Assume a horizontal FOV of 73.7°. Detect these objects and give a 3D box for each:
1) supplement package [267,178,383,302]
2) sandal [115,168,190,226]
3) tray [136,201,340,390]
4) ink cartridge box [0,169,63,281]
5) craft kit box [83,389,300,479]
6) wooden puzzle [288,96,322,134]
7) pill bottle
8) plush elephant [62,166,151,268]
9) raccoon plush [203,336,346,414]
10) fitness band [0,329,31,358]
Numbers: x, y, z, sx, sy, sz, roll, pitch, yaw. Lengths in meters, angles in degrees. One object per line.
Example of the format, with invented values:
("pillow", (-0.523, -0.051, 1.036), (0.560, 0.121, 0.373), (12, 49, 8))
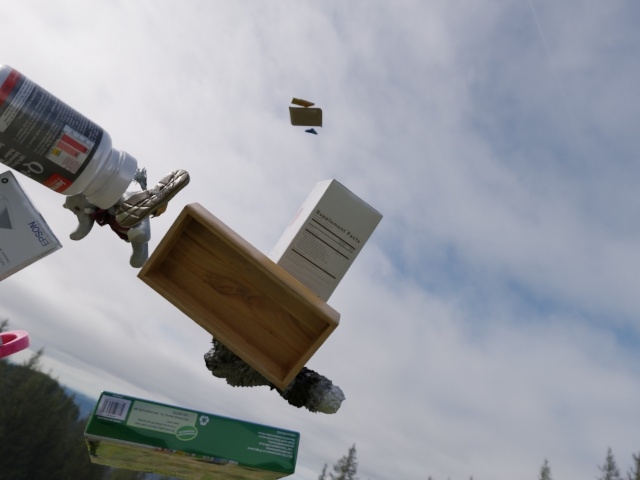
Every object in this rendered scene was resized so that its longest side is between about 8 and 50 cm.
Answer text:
("supplement package", (0.000, 0.000, 1.172), (0.175, 0.293, 0.177), (35, -4, -14))
("sandal", (-0.347, -0.082, 0.905), (0.072, 0.180, 0.049), (47, -10, 35))
("tray", (-0.178, 0.122, 0.951), (0.410, 0.203, 0.076), (39, 12, 0))
("ink cartridge box", (-0.764, -0.019, 0.982), (0.223, 0.223, 0.045), (54, -20, 2))
("craft kit box", (-0.186, 0.290, 0.595), (0.249, 0.061, 0.247), (18, -35, -13))
("wooden puzzle", (-0.031, -0.267, 0.913), (0.078, 0.014, 0.116), (9, -18, -4))
("pill bottle", (-0.671, -0.242, 1.079), (0.210, 0.211, 0.362), (-7, -32, 39))
("plush elephant", (-0.684, -0.092, 1.356), (0.255, 0.331, 0.272), (-1, -16, -25))
("raccoon plush", (-0.114, 0.224, 1.123), (0.445, 0.216, 0.300), (15, -65, 9))
("fitness band", (-0.803, 0.254, 0.929), (0.208, 0.290, 0.055), (-12, -89, 44))
